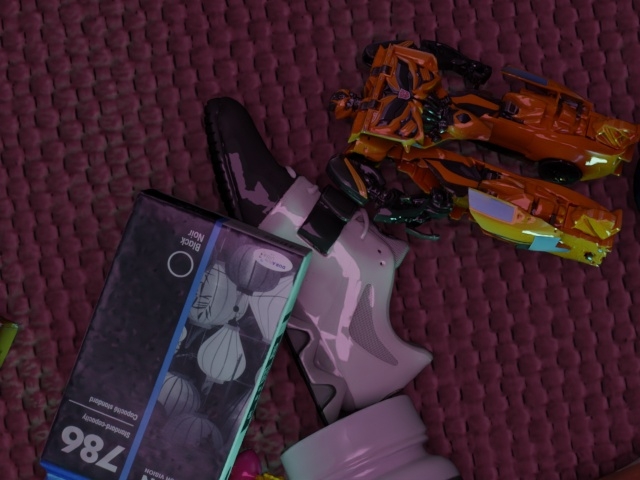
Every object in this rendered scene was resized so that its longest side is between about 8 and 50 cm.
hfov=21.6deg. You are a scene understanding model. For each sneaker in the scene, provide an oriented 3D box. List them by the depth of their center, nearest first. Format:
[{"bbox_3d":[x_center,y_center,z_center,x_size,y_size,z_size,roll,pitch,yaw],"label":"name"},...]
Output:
[{"bbox_3d":[0.000,0.000,1.589,0.146,0.122,0.330,-26,97,-3],"label":"sneaker"}]

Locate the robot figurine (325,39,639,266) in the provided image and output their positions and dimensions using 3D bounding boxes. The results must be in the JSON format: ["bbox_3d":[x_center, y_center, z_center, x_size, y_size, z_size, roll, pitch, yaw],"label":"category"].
[{"bbox_3d":[0.149,-0.092,1.581,0.291,0.085,0.211,19,61,-4],"label":"robot figurine"}]

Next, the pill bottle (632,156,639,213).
[{"bbox_3d":[0.356,-0.053,1.537,0.123,0.219,0.123,0,87,0],"label":"pill bottle"}]

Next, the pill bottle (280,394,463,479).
[{"bbox_3d":[0.080,0.299,1.542,0.161,0.161,0.283,-26,78,-1],"label":"pill bottle"}]

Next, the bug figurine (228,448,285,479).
[{"bbox_3d":[-0.156,0.276,1.596,0.279,0.072,0.216,22,82,5],"label":"bug figurine"}]

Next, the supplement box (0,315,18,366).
[{"bbox_3d":[-0.375,0.169,1.596,0.080,0.078,0.233,27,87,4],"label":"supplement box"}]

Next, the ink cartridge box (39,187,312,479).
[{"bbox_3d":[-0.141,0.134,1.510,0.165,0.065,0.333,20,97,4],"label":"ink cartridge box"}]

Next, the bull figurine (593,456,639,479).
[{"bbox_3d":[0.311,0.281,1.578,0.310,0.101,0.188,-21,90,10],"label":"bull figurine"}]
